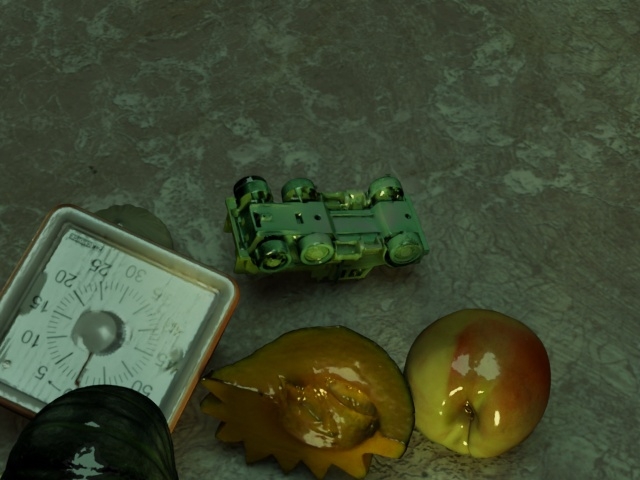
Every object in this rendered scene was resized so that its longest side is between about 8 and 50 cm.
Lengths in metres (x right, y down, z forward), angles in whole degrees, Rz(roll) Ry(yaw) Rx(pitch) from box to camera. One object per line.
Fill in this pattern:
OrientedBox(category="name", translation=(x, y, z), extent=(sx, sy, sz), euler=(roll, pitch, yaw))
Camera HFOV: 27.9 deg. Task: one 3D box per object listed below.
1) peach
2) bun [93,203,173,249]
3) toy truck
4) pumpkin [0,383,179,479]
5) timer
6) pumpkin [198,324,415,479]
OrientedBox(category="peach", translation=(0.191, 0.168, 1.557), extent=(0.184, 0.184, 0.184), euler=(2, 52, -2))
OrientedBox(category="bun", translation=(-0.265, 0.003, 1.706), extent=(0.138, 0.094, 0.138), euler=(0, 55, 0))
OrientedBox(category="toy truck", translation=(0.004, -0.002, 1.706), extent=(0.260, 0.135, 0.128), euler=(-5, 53, -16))
OrientedBox(category="pumpkin", translation=(-0.243, 0.272, 1.336), extent=(0.216, 0.250, 0.250), euler=(14, 53, 14))
OrientedBox(category="timer", translation=(-0.264, 0.129, 1.545), extent=(0.257, 0.161, 0.250), euler=(24, 52, 5))
OrientedBox(category="pumpkin", translation=(-0.011, 0.193, 1.558), extent=(0.254, 0.130, 0.149), euler=(15, 46, 5))
